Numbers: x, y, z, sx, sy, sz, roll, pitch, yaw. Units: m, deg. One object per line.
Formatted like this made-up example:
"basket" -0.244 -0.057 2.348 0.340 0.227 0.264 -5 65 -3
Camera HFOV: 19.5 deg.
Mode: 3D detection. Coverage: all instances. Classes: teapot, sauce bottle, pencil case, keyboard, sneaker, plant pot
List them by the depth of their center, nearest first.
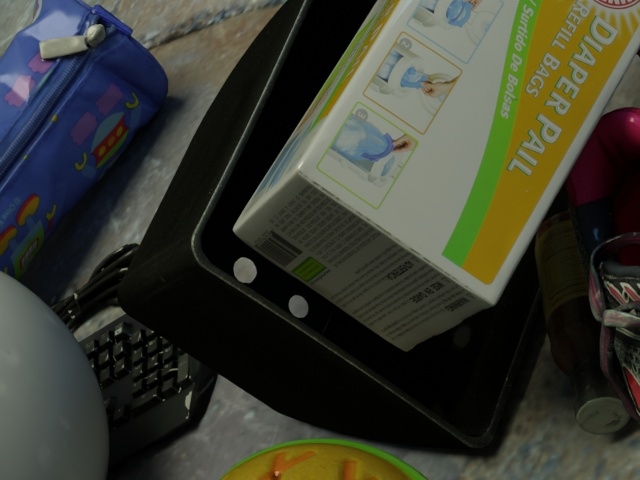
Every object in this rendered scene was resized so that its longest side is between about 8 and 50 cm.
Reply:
"sneaker" 0.169 0.059 0.769 0.121 0.112 0.299 -39 33 14
"sauce bottle" 0.130 0.040 0.906 0.042 0.042 0.128 -31 37 25
"plant pot" 0.000 0.000 0.990 0.167 0.187 0.188 -25 36 54
"teapot" -0.243 0.140 1.040 0.252 0.256 0.187 -45 12 17
"keyboard" -0.191 0.103 1.237 0.317 0.033 0.201 -31 35 25
"pencil case" -0.229 -0.045 1.329 0.306 0.119 0.133 -55 -2 -22

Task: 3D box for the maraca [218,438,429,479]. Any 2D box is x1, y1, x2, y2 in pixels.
"maraca" 0.016 0.158 0.866 0.186 0.099 0.127 12 73 27

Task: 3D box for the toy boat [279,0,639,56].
"toy boat" 0.090 -0.158 1.068 0.318 0.148 0.267 11 64 55

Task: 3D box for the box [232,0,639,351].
"box" 0.064 -0.068 0.852 0.203 0.103 0.114 -58 8 -21
